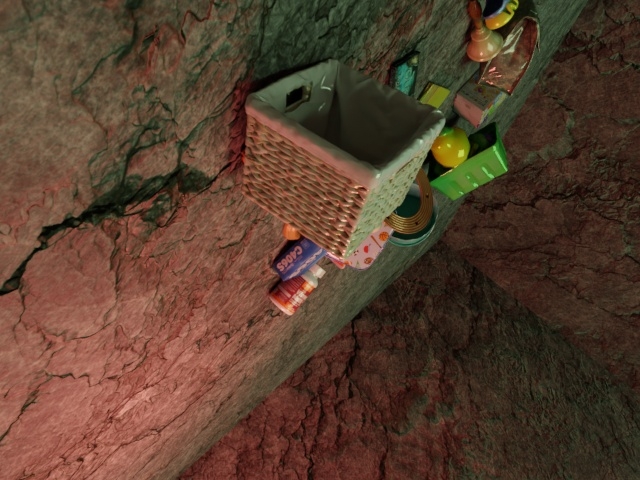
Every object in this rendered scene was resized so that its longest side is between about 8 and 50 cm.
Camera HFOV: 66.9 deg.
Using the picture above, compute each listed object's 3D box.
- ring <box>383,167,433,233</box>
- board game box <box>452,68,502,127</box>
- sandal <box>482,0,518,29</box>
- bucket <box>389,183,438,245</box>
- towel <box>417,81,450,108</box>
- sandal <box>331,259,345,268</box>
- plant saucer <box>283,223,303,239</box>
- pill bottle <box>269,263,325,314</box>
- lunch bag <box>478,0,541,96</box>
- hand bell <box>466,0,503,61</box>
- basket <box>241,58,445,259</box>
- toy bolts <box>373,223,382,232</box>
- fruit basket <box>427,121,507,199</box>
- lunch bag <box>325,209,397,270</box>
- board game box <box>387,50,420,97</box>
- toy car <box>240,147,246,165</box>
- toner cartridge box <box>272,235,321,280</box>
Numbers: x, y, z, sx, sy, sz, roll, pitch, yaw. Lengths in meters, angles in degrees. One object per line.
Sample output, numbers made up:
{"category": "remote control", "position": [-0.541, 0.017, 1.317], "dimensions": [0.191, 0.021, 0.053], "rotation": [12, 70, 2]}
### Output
{"category": "ring", "position": [0.283, -0.185, 1.770], "dimensions": [0.336, 0.337, 0.032], "rotation": [-35, -174, -36]}
{"category": "board game box", "position": [0.718, -0.647, 2.079], "dimensions": [0.275, 0.144, 0.142], "rotation": [-46, 162, -7]}
{"category": "sandal", "position": [0.577, -0.822, 1.476], "dimensions": [0.138, 0.126, 0.318], "rotation": [26, 93, -29]}
{"category": "bucket", "position": [0.392, -0.112, 2.213], "dimensions": [0.281, 0.281, 0.183], "rotation": [-49, 166, -2]}
{"category": "towel", "position": [0.422, -0.538, 1.826], "dimensions": [0.102, 0.021, 0.237], "rotation": [-52, 163, 27]}
{"category": "sandal", "position": [0.093, 0.027, 2.046], "dimensions": [0.076, 0.102, 0.265], "rotation": [-38, 157, -23]}
{"category": "plant saucer", "position": [-0.043, -0.076, 1.639], "dimensions": [0.200, 0.037, 0.200], "rotation": [-42, 160, -20]}
{"category": "pill bottle", "position": [-0.087, 0.173, 1.893], "dimensions": [0.221, 0.121, 0.121], "rotation": [-49, 161, -1]}
{"category": "lunch bag", "position": [0.718, -0.729, 1.793], "dimensions": [0.235, 0.168, 0.287], "rotation": [-69, 179, -45]}
{"category": "hand bell", "position": [0.530, -0.720, 1.617], "dimensions": [0.126, 0.126, 0.242], "rotation": [-51, 150, 6]}
{"category": "basket", "position": [0.043, -0.191, 1.089], "dimensions": [0.328, 0.331, 0.267], "rotation": [-42, 157, -42]}
{"category": "toy bolts", "position": [0.132, -0.134, 1.536], "dimensions": [0.229, 0.218, 0.159], "rotation": [69, 20, -44]}
{"category": "fruit basket", "position": [0.625, -0.406, 2.208], "dimensions": [0.283, 0.391, 0.392], "rotation": [-67, -179, -49]}
{"category": "lunch bag", "position": [0.139, -0.049, 1.831], "dimensions": [0.303, 0.243, 0.115], "rotation": [-60, -169, 25]}
{"category": "board game box", "position": [0.252, -0.476, 1.500], "dimensions": [0.126, 0.026, 0.186], "rotation": [-39, 150, -28]}
{"category": "toy car", "position": [-0.136, -0.210, 1.162], "dimensions": [0.122, 0.040, 0.060], "rotation": [-35, 157, -36]}
{"category": "toner cartridge box", "position": [0.000, 0.000, 1.706], "dimensions": [0.348, 0.075, 0.165], "rotation": [-43, 169, 22]}
